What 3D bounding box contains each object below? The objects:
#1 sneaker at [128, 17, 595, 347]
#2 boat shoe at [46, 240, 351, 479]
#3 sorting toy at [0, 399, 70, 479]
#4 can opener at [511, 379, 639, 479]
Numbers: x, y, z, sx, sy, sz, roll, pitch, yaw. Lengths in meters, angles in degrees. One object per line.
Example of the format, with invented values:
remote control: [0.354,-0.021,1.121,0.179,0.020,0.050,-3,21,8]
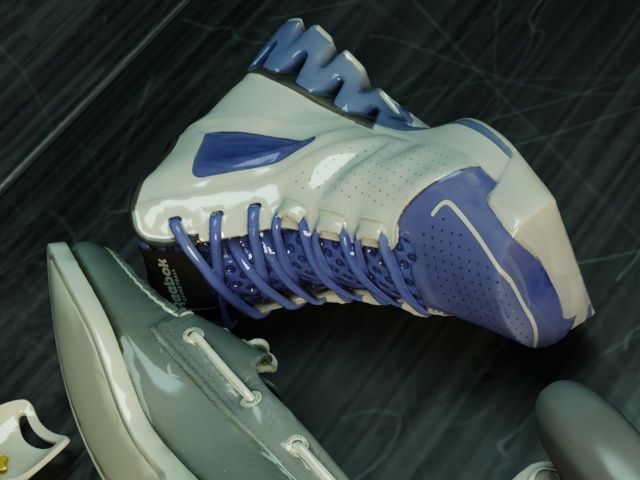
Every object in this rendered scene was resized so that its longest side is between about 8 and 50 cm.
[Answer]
sneaker: [-0.001,-0.001,0.922,0.182,0.127,0.315,-38,39,-12]
boat shoe: [-0.060,0.103,0.853,0.099,0.116,0.319,-17,42,-23]
sorting toy: [-0.186,0.124,0.915,0.075,0.045,0.083,-34,44,-24]
can opener: [0.174,0.176,0.701,0.074,0.093,0.280,-33,50,-15]
